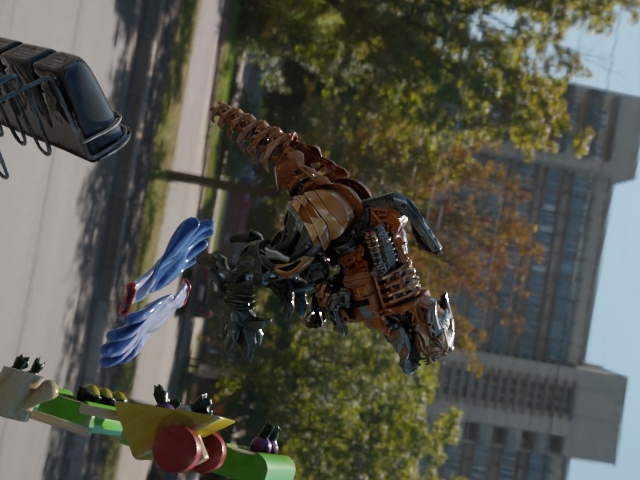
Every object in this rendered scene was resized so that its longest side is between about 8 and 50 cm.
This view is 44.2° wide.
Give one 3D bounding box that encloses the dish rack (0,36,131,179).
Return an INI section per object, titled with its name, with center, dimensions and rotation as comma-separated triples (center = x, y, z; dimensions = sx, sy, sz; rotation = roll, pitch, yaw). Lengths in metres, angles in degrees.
[dish rack]
center = -0.292, -0.060, 0.518
dimensions = 0.271, 0.208, 0.074
rotation = -36, 128, -32

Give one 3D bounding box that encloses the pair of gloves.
[pair of gloves]
center = -0.185, 0.057, 0.897
dimensions = 0.159, 0.023, 0.198
rotation = -46, 166, -50

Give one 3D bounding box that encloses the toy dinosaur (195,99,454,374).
[toy dinosaur]
center = 0.000, 0.000, 0.805
dimensions = 0.218, 0.164, 0.322
rotation = -39, -115, 30

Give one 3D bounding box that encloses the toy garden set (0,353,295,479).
[toy garden set]
center = -0.147, 0.118, 0.567
dimensions = 0.204, 0.244, 0.049
rotation = 62, 43, -71
